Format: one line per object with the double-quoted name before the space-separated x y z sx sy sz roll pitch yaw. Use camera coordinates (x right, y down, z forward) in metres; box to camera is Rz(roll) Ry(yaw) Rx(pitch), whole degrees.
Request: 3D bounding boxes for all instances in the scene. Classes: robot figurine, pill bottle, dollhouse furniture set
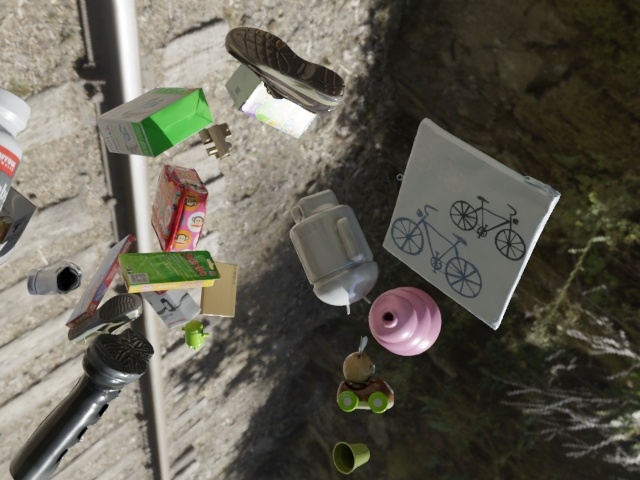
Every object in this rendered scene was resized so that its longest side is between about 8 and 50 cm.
"robot figurine" -0.457 0.338 2.279 0.067 0.101 0.115 -40 137 -53
"pill bottle" -0.755 -0.145 1.306 0.210 0.210 0.363 56 47 -69
"robot figurine" 0.040 0.036 1.821 0.199 0.354 0.300 -21 170 -21
"dollhouse furniture set" -0.357 -0.384 2.362 0.123 0.144 0.151 -24 -178 -28

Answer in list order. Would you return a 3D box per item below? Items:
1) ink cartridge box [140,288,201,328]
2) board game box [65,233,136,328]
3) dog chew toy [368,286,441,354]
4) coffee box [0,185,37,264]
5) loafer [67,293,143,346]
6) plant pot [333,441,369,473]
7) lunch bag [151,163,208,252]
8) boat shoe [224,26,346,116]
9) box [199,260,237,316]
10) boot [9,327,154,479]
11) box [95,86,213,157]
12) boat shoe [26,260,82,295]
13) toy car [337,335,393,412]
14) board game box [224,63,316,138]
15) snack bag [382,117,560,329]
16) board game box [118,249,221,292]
"ink cartridge box" -0.445 0.180 1.870 0.109 0.150 0.063 -22 -161 39
"board game box" -0.630 0.115 1.812 0.145 0.027 0.281 -29 -148 43
"dog chew toy" 0.232 0.229 1.822 0.207 0.206 0.332 -49 159 7
"coffee box" -0.920 -0.042 1.760 0.246 0.141 0.098 -45 -174 32
"loafer" -0.618 0.238 1.846 0.251 0.094 0.087 -25 134 13
"plant pot" 0.090 0.587 1.719 0.079 0.083 0.083 4 129 -45
"lunch bag" -0.448 -0.082 1.970 0.120 0.293 0.258 8 112 -28
"boat shoe" -0.107 -0.440 1.697 0.132 0.355 0.130 -59 -179 -39
"box" -0.378 0.181 2.345 0.164 0.021 0.201 14 76 -51
"boot" -0.648 0.444 1.634 0.445 0.146 0.367 -45 177 -2
"box" -0.514 -0.373 1.964 0.262 0.231 0.127 -42 130 -38
"boat shoe" -0.672 0.106 1.653 0.258 0.084 0.095 -77 167 -84
"toy car" 0.118 0.346 1.653 0.155 0.148 0.188 43 47 -78
"board game box" -0.152 -0.476 2.091 0.275 0.144 0.142 17 124 -47
"snack bag" 0.275 -0.038 1.247 0.037 0.323 0.343 -24 139 -37
"board game box" -0.414 0.081 1.739 0.259 0.124 0.039 -5 134 -30
